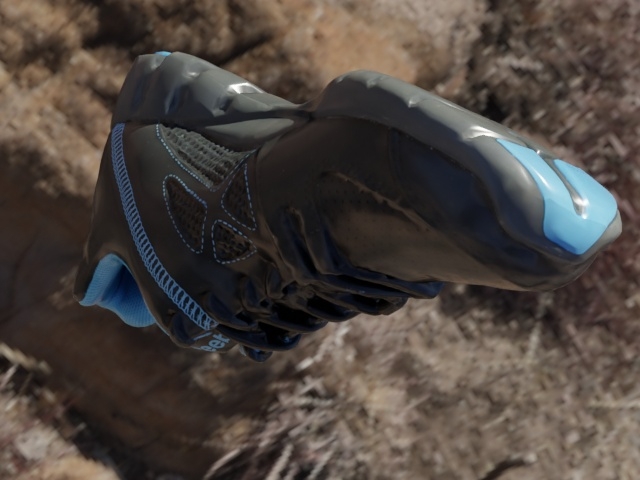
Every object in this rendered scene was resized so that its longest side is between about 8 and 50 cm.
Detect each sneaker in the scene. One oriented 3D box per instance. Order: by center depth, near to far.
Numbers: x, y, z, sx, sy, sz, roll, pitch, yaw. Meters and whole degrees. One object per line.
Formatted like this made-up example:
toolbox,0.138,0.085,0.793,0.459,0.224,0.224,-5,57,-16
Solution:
sneaker,0.000,0.000,0.783,0.125,0.341,0.140,27,81,-33
